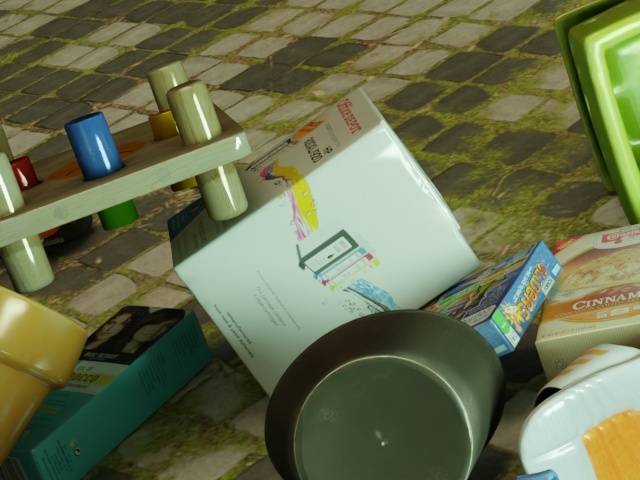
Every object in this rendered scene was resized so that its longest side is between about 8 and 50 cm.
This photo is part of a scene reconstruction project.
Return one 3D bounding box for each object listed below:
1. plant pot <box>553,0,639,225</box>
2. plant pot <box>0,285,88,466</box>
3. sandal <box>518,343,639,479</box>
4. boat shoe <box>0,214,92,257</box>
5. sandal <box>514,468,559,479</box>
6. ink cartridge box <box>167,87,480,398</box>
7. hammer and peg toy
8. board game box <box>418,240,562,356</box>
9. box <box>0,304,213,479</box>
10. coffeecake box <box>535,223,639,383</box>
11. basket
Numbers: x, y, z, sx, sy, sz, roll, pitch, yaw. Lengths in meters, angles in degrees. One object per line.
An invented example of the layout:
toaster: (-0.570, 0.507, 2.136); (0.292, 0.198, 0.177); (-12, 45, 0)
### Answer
plant pot: (0.359, -0.150, 1.852); (0.227, 0.228, 0.207); (-21, 18, -3)
plant pot: (-0.335, 0.131, 1.684); (0.205, 0.205, 0.188); (9, 74, 47)
sandal: (0.242, 0.125, 1.503); (0.265, 0.102, 0.076); (-24, 21, -32)
boat shoe: (-0.431, -0.010, 2.332); (0.335, 0.095, 0.112); (-10, 61, 29)
sandal: (0.202, 0.221, 1.291); (0.317, 0.126, 0.138); (7, 31, 43)
ink cartridge box: (0.000, 0.000, 1.773); (0.232, 0.168, 0.171); (-35, 17, 4)
hammer and peg toy: (-0.247, -0.041, 1.713); (0.361, 0.127, 0.266); (-21, 14, -7)
board game box: (0.107, 0.084, 1.671); (0.201, 0.035, 0.136); (-29, 13, 38)
box: (-0.220, 0.152, 1.829); (0.100, 0.060, 0.244); (2, 32, 39)
coffeecake box: (0.271, 0.056, 1.652); (0.142, 0.068, 0.185); (-12, 24, 19)
basket: (0.049, 0.140, 1.438); (0.204, 0.154, 0.227); (-24, 0, 2)
